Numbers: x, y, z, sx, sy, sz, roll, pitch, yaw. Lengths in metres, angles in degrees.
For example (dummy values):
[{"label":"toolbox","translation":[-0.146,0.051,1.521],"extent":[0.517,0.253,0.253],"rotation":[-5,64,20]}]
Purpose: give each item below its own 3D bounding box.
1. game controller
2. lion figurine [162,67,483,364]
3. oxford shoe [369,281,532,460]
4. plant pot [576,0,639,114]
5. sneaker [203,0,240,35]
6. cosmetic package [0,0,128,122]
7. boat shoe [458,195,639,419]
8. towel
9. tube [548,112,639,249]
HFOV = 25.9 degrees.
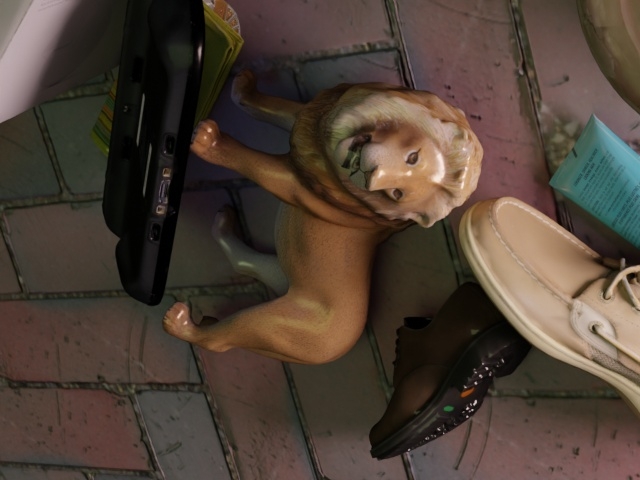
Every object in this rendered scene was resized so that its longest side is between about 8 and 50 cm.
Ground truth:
[{"label":"game controller","translation":[-0.139,-0.095,1.209],"extent":[0.166,0.067,0.319],"rotation":[-115,28,-42]},{"label":"lion figurine","translation":[0.000,0.000,1.238],"extent":[0.240,0.142,0.392],"rotation":[25,139,12]},{"label":"oxford shoe","translation":[0.102,0.118,1.258],"extent":[0.096,0.083,0.227],"rotation":[56,133,23]},{"label":"plant pot","translation":[0.290,-0.182,0.837],"extent":[0.323,0.280,0.323],"rotation":[16,122,28]},{"label":"sneaker","translation":[-0.100,-0.206,1.253],"extent":[0.037,0.032,0.083],"rotation":[1,117,58]},{"label":"cosmetic package","translation":[-0.242,-0.237,1.200],"extent":[0.138,0.224,0.224],"rotation":[46,129,5]},{"label":"boat shoe","translation":[0.245,0.059,1.100],"extent":[0.302,0.109,0.098],"rotation":[42,132,2]},{"label":"towel","translation":[-0.150,-0.137,1.299],"extent":[0.102,0.021,0.237],"rotation":[42,138,8]},{"label":"tube","translation":[0.274,-0.008,1.088],"extent":[0.207,0.052,0.080],"rotation":[41,130,16]}]
